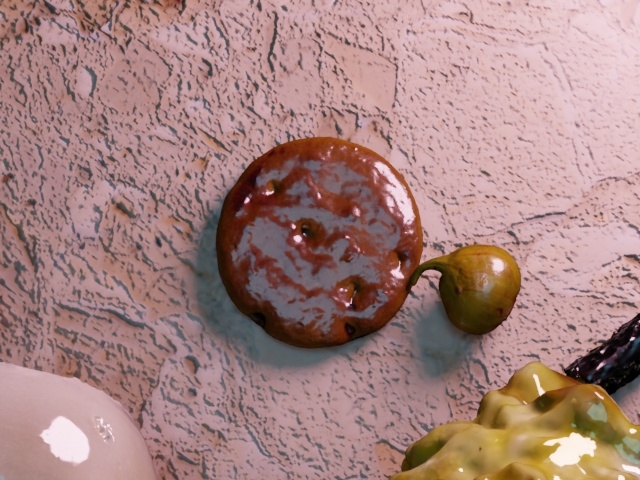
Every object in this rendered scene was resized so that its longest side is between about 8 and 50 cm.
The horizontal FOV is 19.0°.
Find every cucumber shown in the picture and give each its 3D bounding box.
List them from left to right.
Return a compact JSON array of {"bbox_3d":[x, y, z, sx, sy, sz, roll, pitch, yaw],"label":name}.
[{"bbox_3d":[0.306,0.102,1.843,0.181,0.053,0.053,-36,81,-6],"label":"cucumber"}]

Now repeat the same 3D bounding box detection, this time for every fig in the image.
[{"bbox_3d":[0.145,0.038,1.843,0.098,0.082,0.084,35,120,-2],"label":"fig"}]

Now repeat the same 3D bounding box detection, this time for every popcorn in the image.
[{"bbox_3d":[0.186,0.265,1.695,0.312,0.312,0.312,0,80,2],"label":"popcorn"}]

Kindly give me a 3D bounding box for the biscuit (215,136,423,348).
[{"bbox_3d":[0.000,0.000,1.876,0.212,0.036,0.212,0,80,0],"label":"biscuit"}]

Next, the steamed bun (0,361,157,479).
[{"bbox_3d":[-0.302,0.252,1.698,0.324,0.324,0.206,5,59,3],"label":"steamed bun"}]
